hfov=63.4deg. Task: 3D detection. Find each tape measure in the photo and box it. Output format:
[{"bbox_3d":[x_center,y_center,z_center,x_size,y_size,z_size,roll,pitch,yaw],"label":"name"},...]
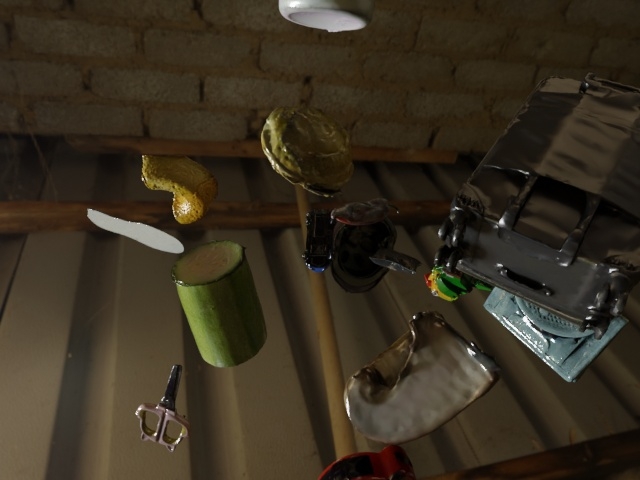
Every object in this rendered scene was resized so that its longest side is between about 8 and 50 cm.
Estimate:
[{"bbox_3d":[0.109,0.584,1.116,0.260,0.253,0.114,-15,-164,-2],"label":"tape measure"}]

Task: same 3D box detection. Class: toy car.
[{"bbox_3d":[0.000,0.000,1.676,0.103,0.063,0.216,1,-109,8],"label":"toy car"}]

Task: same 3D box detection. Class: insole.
[{"bbox_3d":[-0.314,-0.015,0.875,0.197,0.065,0.004,16,-125,17],"label":"insole"}]

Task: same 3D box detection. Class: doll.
[{"bbox_3d":[0.360,0.105,1.387,0.134,0.186,0.106,34,-117,-2],"label":"doll"}]

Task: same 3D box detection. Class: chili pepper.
[{"bbox_3d":[0.083,-0.055,1.012,0.153,0.041,0.050,-14,-145,-24],"label":"chili pepper"}]

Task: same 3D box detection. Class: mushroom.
[{"bbox_3d":[0.238,0.339,1.253,0.313,0.397,0.224,-45,-106,0],"label":"mushroom"}]

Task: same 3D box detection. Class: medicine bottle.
[{"bbox_3d":[0.023,-0.523,0.877,0.170,0.293,0.170,5,-169,-1],"label":"medicine bottle"}]

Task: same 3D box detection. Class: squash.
[{"bbox_3d":[-0.346,0.213,1.801,0.263,0.384,0.263,-7,-145,5],"label":"squash"}]

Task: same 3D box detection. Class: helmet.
[{"bbox_3d":[0.132,0.025,1.865,0.225,0.305,0.177,19,-171,-19],"label":"helmet"}]

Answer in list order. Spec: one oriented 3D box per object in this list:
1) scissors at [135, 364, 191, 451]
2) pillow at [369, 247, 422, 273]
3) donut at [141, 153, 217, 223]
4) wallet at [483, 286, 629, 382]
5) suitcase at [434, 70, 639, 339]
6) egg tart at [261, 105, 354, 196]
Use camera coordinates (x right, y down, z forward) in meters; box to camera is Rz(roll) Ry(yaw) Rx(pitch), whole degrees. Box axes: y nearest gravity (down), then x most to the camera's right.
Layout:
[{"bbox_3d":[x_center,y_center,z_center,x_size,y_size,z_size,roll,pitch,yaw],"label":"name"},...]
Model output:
[{"bbox_3d":[-0.394,0.431,1.342,0.160,0.317,0.024,23,-151,1],"label":"scissors"},{"bbox_3d":[0.230,0.061,1.578,0.150,0.048,0.090,18,-144,19],"label":"pillow"},{"bbox_3d":[-0.373,-0.148,1.450,0.152,0.259,0.101,-8,-126,17],"label":"donut"},{"bbox_3d":[0.657,0.205,1.492,0.075,0.237,0.342,14,-155,-47],"label":"wallet"},{"bbox_3d":[0.385,-0.068,0.794,0.283,0.194,0.434,26,-121,25],"label":"suitcase"},{"bbox_3d":[-0.015,-0.221,1.181,0.232,0.098,0.252,-35,-93,-38],"label":"egg tart"}]
